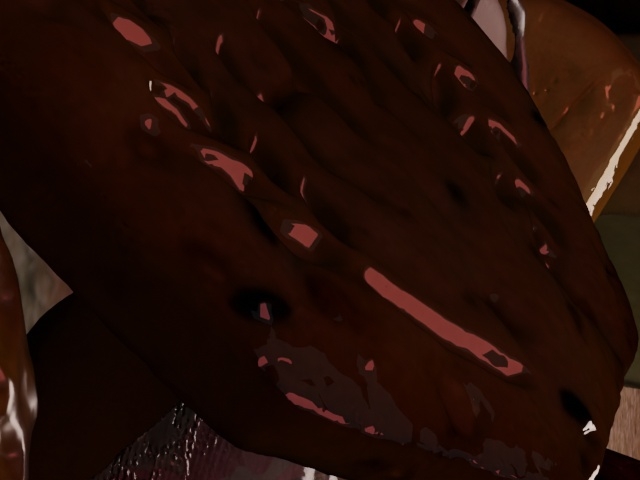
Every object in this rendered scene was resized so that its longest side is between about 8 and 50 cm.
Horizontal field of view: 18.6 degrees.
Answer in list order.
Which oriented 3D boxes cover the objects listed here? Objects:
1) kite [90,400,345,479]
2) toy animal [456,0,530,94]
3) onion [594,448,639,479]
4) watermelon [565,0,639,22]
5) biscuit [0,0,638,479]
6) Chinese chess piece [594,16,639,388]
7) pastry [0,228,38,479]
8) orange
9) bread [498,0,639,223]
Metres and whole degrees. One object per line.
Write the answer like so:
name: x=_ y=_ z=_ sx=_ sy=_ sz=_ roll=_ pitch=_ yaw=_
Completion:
kite: x=-0.089 y=0.161 z=0.637 sx=0.360 sy=0.022 sz=0.204 roll=-34 pitch=131 yaw=-36
toy animal: x=0.003 y=-0.002 z=0.918 sx=0.208 sy=0.154 sz=0.325 roll=47 pitch=53 yaw=-59
onion: x=0.110 y=0.305 z=1.151 sx=0.385 sy=0.348 sz=0.348 roll=-51 pitch=174 yaw=21
watermelon: x=0.235 y=-0.259 z=1.406 sx=0.359 sy=0.279 sz=0.279 roll=-68 pitch=155 yaw=-59
biscuit: x=-0.014 y=-0.055 z=0.672 sx=0.359 sy=0.046 sz=0.359 roll=37 pitch=28 yaw=-23
Chinese chess piece: x=0.242 y=-0.013 z=1.342 sx=0.349 sy=0.349 sz=0.146 roll=59 pitch=41 yaw=-61
pastry: x=-0.157 y=0.040 z=0.350 sx=0.240 sy=0.132 sz=0.235 roll=49 pitch=40 yaw=-33
orange: x=-0.069 y=0.071 z=0.737 sx=0.112 sy=0.160 sz=0.170 roll=50 pitch=26 yaw=-4
bread: x=0.097 y=-0.043 z=1.159 sx=0.217 sy=0.147 sz=0.098 roll=-54 pitch=178 yaw=2
